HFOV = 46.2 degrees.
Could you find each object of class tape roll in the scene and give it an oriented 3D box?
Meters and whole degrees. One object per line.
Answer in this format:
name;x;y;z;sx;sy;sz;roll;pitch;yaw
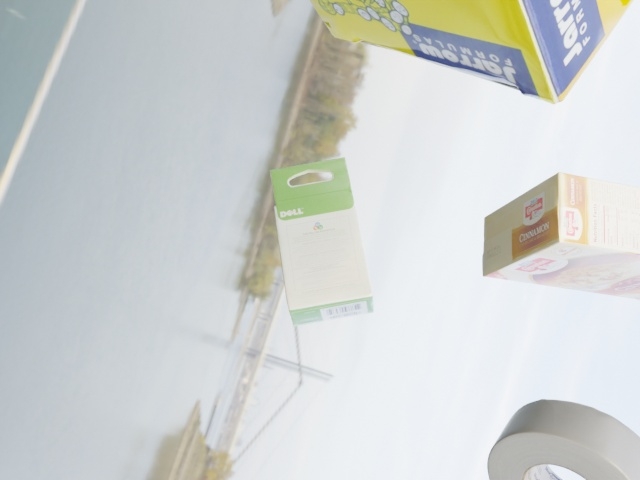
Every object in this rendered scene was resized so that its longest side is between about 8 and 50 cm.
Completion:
tape roll;0.340;0.322;1.012;0.072;0.219;0.219;-42;160;-42

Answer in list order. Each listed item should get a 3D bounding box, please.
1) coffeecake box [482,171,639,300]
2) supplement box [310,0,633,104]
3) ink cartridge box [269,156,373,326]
coffeecake box;0.272;0.002;0.721;0.142;0.185;0.068;135;-39;-69
supplement box;0.134;-0.294;0.442;0.356;0.194;0.195;-54;139;-8
ink cartridge box;0.000;0.000;0.996;0.062;0.109;0.209;79;1;-64
